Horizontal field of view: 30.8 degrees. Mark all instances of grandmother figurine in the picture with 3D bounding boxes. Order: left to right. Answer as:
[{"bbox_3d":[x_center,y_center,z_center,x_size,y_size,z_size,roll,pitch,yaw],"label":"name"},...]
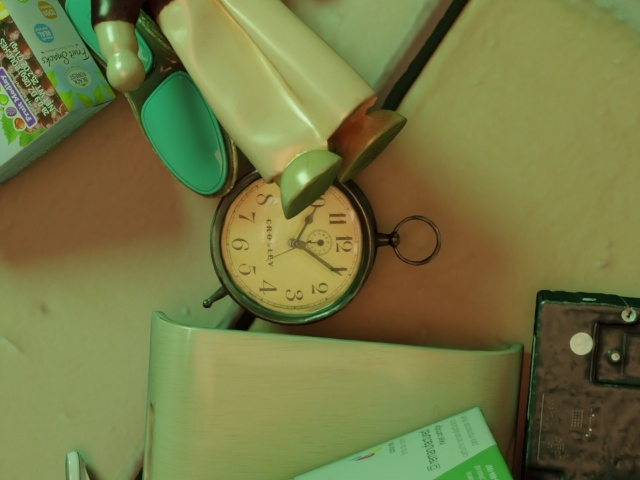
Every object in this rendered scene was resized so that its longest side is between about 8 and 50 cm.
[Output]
[{"bbox_3d":[-0.083,-0.185,0.866,0.342,0.208,0.104,49,137,7],"label":"grandmother figurine"}]

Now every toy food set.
[{"bbox_3d":[0.007,0.178,0.942,0.306,0.092,0.220,5,97,-1],"label":"toy food set"}]

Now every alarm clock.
[{"bbox_3d":[0.000,0.000,0.924,0.192,0.064,0.129,1,97,11],"label":"alarm clock"}]

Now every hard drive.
[{"bbox_3d":[0.328,0.168,0.900,0.339,0.064,0.237,4,97,8],"label":"hard drive"}]

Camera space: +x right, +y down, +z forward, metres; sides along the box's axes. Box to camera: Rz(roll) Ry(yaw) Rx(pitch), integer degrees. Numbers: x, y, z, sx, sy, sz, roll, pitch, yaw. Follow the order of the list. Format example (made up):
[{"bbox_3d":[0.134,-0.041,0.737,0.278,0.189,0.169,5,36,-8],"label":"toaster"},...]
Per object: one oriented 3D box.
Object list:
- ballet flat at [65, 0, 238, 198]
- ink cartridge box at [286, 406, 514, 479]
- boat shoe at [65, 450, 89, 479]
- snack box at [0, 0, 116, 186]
[{"bbox_3d":[-0.121,-0.124,0.920,0.073,0.067,0.206,-36,84,20],"label":"ballet flat"},{"bbox_3d":[0.012,0.239,0.801,0.278,0.201,0.117,-22,97,3],"label":"ink cartridge box"},{"bbox_3d":[-0.197,0.228,0.997,0.035,0.035,0.100,-9,92,-19],"label":"boat shoe"},{"bbox_3d":[-0.286,-0.152,0.917,0.174,0.070,0.207,-29,91,31],"label":"snack box"}]
